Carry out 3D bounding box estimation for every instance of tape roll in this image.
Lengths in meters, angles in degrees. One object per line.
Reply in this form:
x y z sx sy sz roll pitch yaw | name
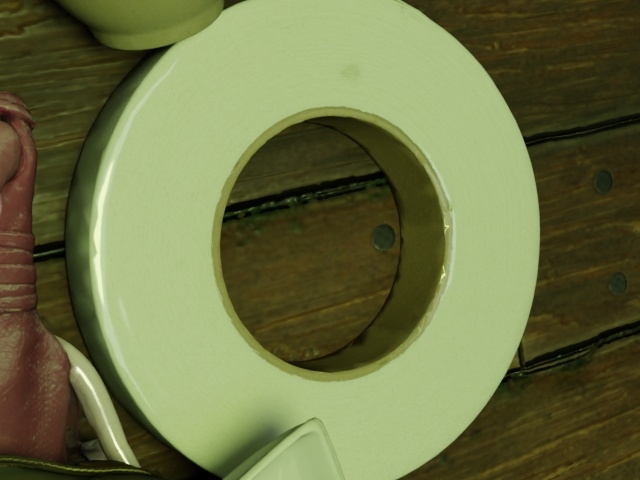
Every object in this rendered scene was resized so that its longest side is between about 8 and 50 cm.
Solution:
0.000 0.000 0.816 0.392 0.072 0.392 -1 91 -28 | tape roll

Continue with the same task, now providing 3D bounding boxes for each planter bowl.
-0.123 -0.198 0.710 0.162 0.162 0.109 -32 134 -24 | planter bowl

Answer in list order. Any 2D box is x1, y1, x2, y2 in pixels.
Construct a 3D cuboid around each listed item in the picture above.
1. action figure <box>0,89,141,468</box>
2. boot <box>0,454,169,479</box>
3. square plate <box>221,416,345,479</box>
-0.203 0.028 0.609 0.276 0.248 0.370 0 95 -29 | action figure
-0.127 0.155 0.526 0.219 0.106 0.082 2 93 -56 | boot
-0.097 0.328 0.729 0.347 0.049 0.344 -37 133 -22 | square plate
